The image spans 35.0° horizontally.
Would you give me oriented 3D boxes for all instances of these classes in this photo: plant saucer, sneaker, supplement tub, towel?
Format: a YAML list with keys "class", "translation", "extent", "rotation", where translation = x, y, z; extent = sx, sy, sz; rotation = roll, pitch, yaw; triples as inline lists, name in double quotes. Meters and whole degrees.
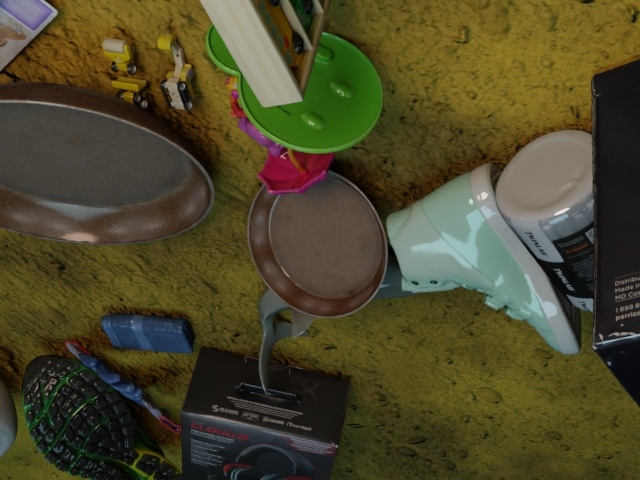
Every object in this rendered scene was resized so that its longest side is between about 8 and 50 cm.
- class: "plant saucer"
  translation: [-0.262, -0.079, 1.052]
  extent: [0.311, 0.050, 0.310]
  rotation: [3, 156, 2]
- class: "sneaker"
  translation: [0.173, 0.038, 1.084]
  extent: [0.151, 0.094, 0.256]
  rotation: [-22, 122, 29]
- class: "supplement tub"
  translation: [0.260, -0.008, 0.983]
  extent: [0.117, 0.117, 0.190]
  rotation: [-16, 133, 33]
- class: "plant saucer"
  translation: [0.000, 0.000, 1.083]
  extent: [0.169, 0.029, 0.168]
  rotation: [9, 110, 27]
- class: "sneaker"
  translation: [-0.339, 0.296, 1.530]
  extent: [0.146, 0.134, 0.343]
  rotation: [34, 158, 54]
- class: "towel"
  translation: [-0.230, 0.122, 1.364]
  extent: [0.120, 0.029, 0.067]
  rotation: [4, 142, 13]

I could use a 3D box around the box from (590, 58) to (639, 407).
- class: "box"
  translation: [0.365, 0.025, 0.848]
  extent: [0.183, 0.294, 0.296]
  rotation: [-19, 133, 31]

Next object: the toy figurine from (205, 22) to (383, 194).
- class: "toy figurine"
  translation: [-0.039, -0.112, 0.959]
  extent: [0.173, 0.130, 0.159]
  rotation: [35, 152, 7]

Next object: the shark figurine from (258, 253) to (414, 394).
- class: "shark figurine"
  translation: [-0.023, 0.082, 1.187]
  extent: [0.166, 0.116, 0.278]
  rotation: [35, 136, -24]

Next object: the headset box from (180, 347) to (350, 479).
- class: "headset box"
  translation: [-0.083, 0.275, 1.451]
  extent: [0.218, 0.110, 0.293]
  rotation: [12, 143, 1]

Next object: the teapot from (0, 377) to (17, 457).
- class: "teapot"
  translation: [-0.579, 0.237, 1.499]
  extent: [0.256, 0.187, 0.252]
  rotation: [-27, 154, 7]

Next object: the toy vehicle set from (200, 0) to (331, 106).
- class: "toy vehicle set"
  translation: [-0.063, -0.247, 0.729]
  extent: [0.035, 0.166, 0.267]
  rotation: [-7, 139, 24]

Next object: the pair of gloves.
- class: "pair of gloves"
  translation: [-0.271, 0.206, 1.430]
  extent: [0.159, 0.023, 0.198]
  rotation: [24, 163, 50]

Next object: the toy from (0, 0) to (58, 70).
- class: "toy"
  translation: [-0.371, -0.193, 0.978]
  extent: [0.137, 0.056, 0.237]
  rotation: [36, 137, -26]

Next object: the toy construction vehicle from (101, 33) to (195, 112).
- class: "toy construction vehicle"
  translation: [-0.164, -0.160, 0.985]
  extent: [0.086, 0.035, 0.098]
  rotation: [9, 142, 23]
